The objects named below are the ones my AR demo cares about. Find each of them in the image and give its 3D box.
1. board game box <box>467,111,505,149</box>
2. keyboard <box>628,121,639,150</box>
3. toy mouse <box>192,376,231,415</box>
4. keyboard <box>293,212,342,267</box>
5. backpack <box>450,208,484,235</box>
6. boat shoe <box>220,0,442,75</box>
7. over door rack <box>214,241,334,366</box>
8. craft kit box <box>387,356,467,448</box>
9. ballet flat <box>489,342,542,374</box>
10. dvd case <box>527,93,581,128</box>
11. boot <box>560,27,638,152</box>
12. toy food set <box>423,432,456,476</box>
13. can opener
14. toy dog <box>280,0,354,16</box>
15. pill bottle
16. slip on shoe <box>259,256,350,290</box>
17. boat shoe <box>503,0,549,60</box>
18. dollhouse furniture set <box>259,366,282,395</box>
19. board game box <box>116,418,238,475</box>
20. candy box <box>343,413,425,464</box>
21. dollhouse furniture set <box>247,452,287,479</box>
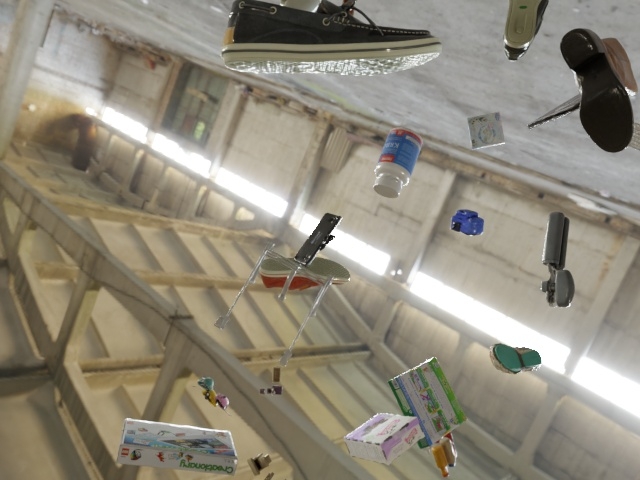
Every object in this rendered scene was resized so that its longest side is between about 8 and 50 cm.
[{"bbox_3d":[0.464,-0.308,1.521,0.089,0.090,0.020,-9,170,16],"label":"board game box"},{"bbox_3d":[0.884,-0.318,1.575,0.255,0.072,0.014,13,-130,-23],"label":"keyboard"},{"bbox_3d":[-0.314,0.450,1.604,0.161,0.143,0.031,39,-125,16],"label":"toy mouse"},{"bbox_3d":[0.000,0.000,1.586,0.023,0.180,0.108,40,169,-32],"label":"keyboard"},{"bbox_3d":[0.611,-0.073,2.236,0.097,0.101,0.120,-12,-156,-29],"label":"backpack"},{"bbox_3d":[0.029,-0.460,1.210,0.499,0.156,0.187,0,-176,-4],"label":"boat shoe"},{"bbox_3d":[-0.136,0.191,1.631,0.239,0.324,0.108,27,152,7],"label":"over door rack"},{"bbox_3d":[0.382,0.569,1.924,0.246,0.061,0.250,-11,-110,-41],"label":"craft kit box"},{"bbox_3d":[0.535,0.341,1.529,0.240,0.077,0.091,15,-124,-36],"label":"ballet flat"},{"bbox_3d":[0.698,-0.377,1.481,0.018,0.221,0.164,61,163,-6],"label":"dvd case"},{"bbox_3d":[0.617,-0.318,1.156,0.280,0.096,0.264,-14,-105,-47],"label":"boot"},{"bbox_3d":[0.431,0.764,1.986,0.111,0.105,0.232,-17,-179,-11],"label":"toy food set"},{"bbox_3d":[0.693,0.055,1.550,0.076,0.284,0.095,27,160,-38],"label":"can opener"},{"bbox_3d":[-0.003,-0.712,1.566,0.220,0.161,0.333,19,154,-33],"label":"toy dog"},{"bbox_3d":[0.258,-0.261,1.837,0.124,0.222,0.124,19,162,7],"label":"pill bottle"},{"bbox_3d":[-0.057,0.129,1.968,0.330,0.102,0.123,1,-146,-5],"label":"slip on shoe"},{"bbox_3d":[0.457,-0.512,1.199,0.083,0.233,0.079,16,170,22],"label":"boat shoe"},{"bbox_3d":[-0.201,0.569,2.186,0.090,0.115,0.081,2,173,1],"label":"dollhouse furniture set"},{"bbox_3d":[-0.389,0.561,1.479,0.305,0.053,0.193,14,178,-16],"label":"board game box"},{"bbox_3d":[0.197,0.614,1.691,0.164,0.070,0.196,-22,180,-34],"label":"candy box"},{"bbox_3d":[-0.163,0.735,1.649,0.101,0.182,0.161,-23,-103,-36],"label":"dollhouse furniture set"}]
